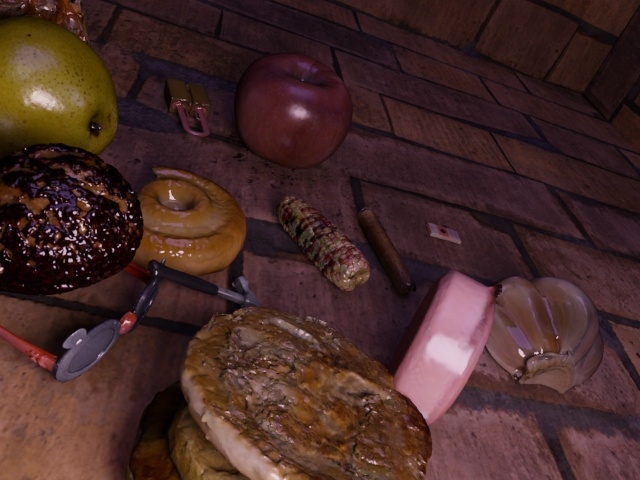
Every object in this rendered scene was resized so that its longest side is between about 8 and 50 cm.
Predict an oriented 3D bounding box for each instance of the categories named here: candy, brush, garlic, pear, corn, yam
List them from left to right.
[{"bbox_3d":[-0.502,-0.254,1.103,0.294,0.294,0.294,17,33,-12],"label":"pear"},{"bbox_3d":[-0.314,-0.311,1.514,0.103,0.047,0.233,6,38,-27],"label":"brush"},{"bbox_3d":[0.000,0.000,1.242,0.086,0.086,0.253,-11,44,-42],"label":"corn"},{"bbox_3d":[0.138,0.020,1.337,0.046,0.046,0.264,7,37,-26],"label":"yam"},{"bbox_3d":[0.184,0.159,0.973,0.094,0.255,0.255,28,33,6],"label":"candy"},{"bbox_3d":[0.435,0.182,1.247,0.237,0.210,0.292,-10,38,10],"label":"garlic"}]

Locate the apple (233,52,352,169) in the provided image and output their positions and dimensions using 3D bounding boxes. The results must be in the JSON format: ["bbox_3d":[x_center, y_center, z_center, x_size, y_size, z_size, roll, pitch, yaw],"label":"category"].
[{"bbox_3d":[-0.072,-0.305,1.490,0.305,0.235,0.306,15,36,-12],"label":"apple"}]

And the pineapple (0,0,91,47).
[{"bbox_3d":[-0.626,-0.482,1.267,0.300,0.352,0.352,-12,46,-22],"label":"pineapple"}]

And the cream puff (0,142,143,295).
[{"bbox_3d":[-0.362,-0.036,0.847,0.239,0.165,0.239,1,28,-1],"label":"cream puff"}]

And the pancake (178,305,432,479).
[{"bbox_3d":[-0.008,0.195,0.756,0.356,0.065,0.356,29,21,-13],"label":"pancake"}]

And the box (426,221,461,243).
[{"bbox_3d":[0.301,-0.017,1.527,0.083,0.012,0.046,15,34,-15],"label":"box"}]

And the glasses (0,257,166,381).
[{"bbox_3d":[-0.377,0.059,0.879,0.268,0.118,0.234,29,34,6],"label":"glasses"}]

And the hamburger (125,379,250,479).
[{"bbox_3d":[-0.084,0.270,0.754,0.285,0.134,0.265,28,20,-12],"label":"hamburger"}]

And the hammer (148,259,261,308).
[{"bbox_3d":[-0.172,0.077,0.966,0.246,0.029,0.103,29,25,-56],"label":"hammer"}]

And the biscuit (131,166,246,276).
[{"bbox_3d":[-0.237,-0.038,1.134,0.213,0.091,0.274,14,32,-13],"label":"biscuit"}]
